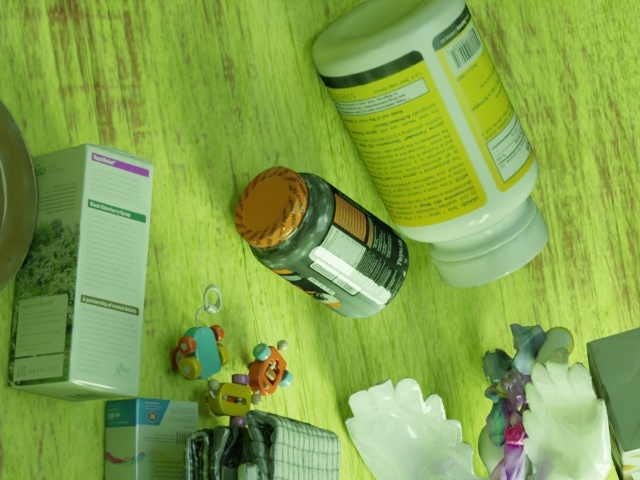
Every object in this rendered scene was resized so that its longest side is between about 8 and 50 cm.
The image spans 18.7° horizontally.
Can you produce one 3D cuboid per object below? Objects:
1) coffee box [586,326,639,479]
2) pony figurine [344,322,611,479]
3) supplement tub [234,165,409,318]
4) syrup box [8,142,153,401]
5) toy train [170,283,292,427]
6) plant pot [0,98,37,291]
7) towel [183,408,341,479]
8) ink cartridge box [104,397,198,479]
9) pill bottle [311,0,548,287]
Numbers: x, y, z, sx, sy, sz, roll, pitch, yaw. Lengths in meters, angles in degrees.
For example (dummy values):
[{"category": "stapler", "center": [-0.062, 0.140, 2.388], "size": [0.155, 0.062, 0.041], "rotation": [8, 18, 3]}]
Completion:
[{"category": "coffee box", "center": [0.384, 0.204, 2.294], "size": [0.246, 0.098, 0.141], "rotation": [64, 9, -68]}, {"category": "pony figurine", "center": [0.226, 0.254, 2.276], "size": [0.363, 0.303, 0.351], "rotation": [-57, 135, -56]}, {"category": "supplement tub", "center": [0.000, 0.000, 2.139], "size": [0.190, 0.117, 0.117], "rotation": [34, 59, -40]}, {"category": "syrup box", "center": [-0.231, 0.032, 1.883], "size": [0.096, 0.093, 0.237], "rotation": [18, 70, -46]}, {"category": "toy train", "center": [-0.101, 0.127, 2.059], "size": [0.166, 0.046, 0.125], "rotation": [49, 49, -36]}, {"category": "plant pot", "center": [-0.362, -0.049, 1.795], "size": [0.236, 0.032, 0.236], "rotation": [11, 76, -49]}, {"category": "towel", "center": [-0.068, 0.318, 1.952], "size": [0.235, 0.121, 0.283], "rotation": [27, 62, -71]}, {"category": "ink cartridge box", "center": [-0.170, 0.223, 1.953], "size": [0.088, 0.052, 0.122], "rotation": [11, 75, -47]}, {"category": "pill bottle", "center": [0.138, -0.120, 2.265], "size": [0.188, 0.188, 0.334], "rotation": [-46, 118, -43]}]
